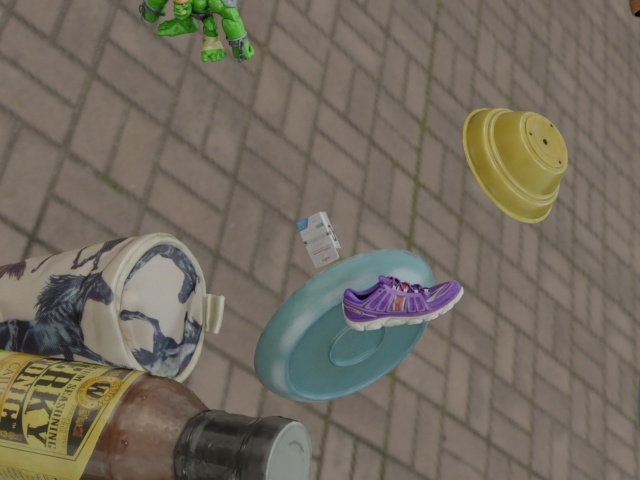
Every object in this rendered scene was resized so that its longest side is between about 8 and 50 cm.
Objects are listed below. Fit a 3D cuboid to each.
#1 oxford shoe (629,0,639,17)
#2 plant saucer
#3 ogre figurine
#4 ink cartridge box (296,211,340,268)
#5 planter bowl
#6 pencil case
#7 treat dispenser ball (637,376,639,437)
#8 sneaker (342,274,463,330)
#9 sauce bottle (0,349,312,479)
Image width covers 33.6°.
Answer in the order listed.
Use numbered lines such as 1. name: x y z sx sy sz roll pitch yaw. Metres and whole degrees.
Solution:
1. oxford shoe: 0.538 -0.327 1.481 0.076 0.212 0.076 67 31 -65
2. plant saucer: 0.049 0.145 1.628 0.317 0.317 0.044 17 29 -45
3. ogre figurine: -0.193 -0.355 1.624 0.097 0.118 0.197 -31 57 -28
4. ink cartridge box: 0.000 0.000 1.741 0.083 0.048 0.028 67 19 8
5. planter bowl: 0.343 -0.145 1.750 0.217 0.090 0.217 23 52 -32
6. pencil case: -0.316 0.094 1.138 0.183 0.410 0.160 -1 84 -66
7. treat dispenser ball: 0.413 0.147 0.880 0.288 0.288 0.288 25 55 -42
8. sneaker: 0.110 0.078 1.450 0.068 0.169 0.071 -66 144 -74
9. sauce bottle: -0.171 0.153 0.846 0.111 0.344 0.111 -11 103 -63
